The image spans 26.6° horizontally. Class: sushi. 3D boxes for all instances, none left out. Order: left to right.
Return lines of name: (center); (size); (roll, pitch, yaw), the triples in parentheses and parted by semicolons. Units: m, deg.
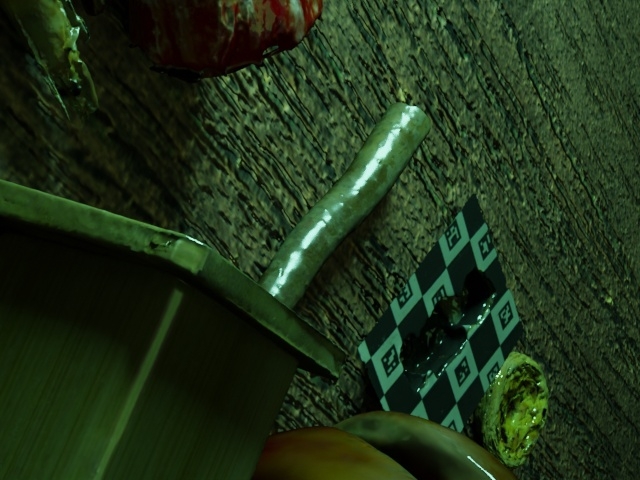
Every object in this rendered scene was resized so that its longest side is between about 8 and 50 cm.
sushi: (0.100, 0.091, 1.269); (0.215, 0.050, 0.192); (-51, 133, -32)

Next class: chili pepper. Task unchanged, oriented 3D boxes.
chili pepper: (-0.069, -0.241, 0.868); (0.144, 0.136, 0.253); (-15, 116, -19)

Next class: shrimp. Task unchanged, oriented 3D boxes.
shrimp: (-0.162, -0.154, 0.826); (0.095, 0.045, 0.163); (-69, 146, -58)

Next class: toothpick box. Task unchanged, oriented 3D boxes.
toothpick box: (-0.149, 0.150, 0.782); (0.187, 0.190, 0.308); (42, 67, -53)

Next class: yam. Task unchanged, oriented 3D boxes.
yam: (0.000, 0.000, 1.101); (0.327, 0.045, 0.045); (-54, 169, -35)

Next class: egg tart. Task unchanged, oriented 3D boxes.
egg tart: (0.196, 0.180, 1.443); (0.128, 0.049, 0.129); (-10, 103, -51)

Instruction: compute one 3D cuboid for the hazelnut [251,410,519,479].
hazelnut: (0.040, 0.305, 0.961); (0.409, 0.359, 0.359); (83, 31, -54)
